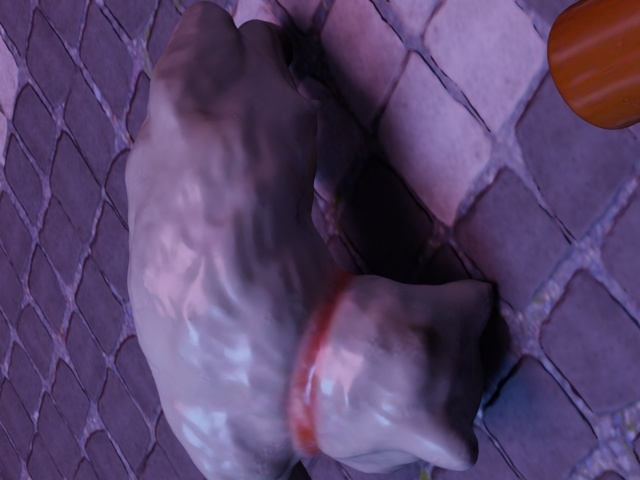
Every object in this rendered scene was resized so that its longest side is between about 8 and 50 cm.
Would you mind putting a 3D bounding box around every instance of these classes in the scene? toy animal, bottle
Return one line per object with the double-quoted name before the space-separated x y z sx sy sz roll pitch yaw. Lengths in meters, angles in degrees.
"toy animal" 0.000 0.000 0.844 0.188 0.266 0.308 -9 55 43
"bottle" 0.181 -0.103 0.592 0.187 0.069 0.069 -23 86 58
